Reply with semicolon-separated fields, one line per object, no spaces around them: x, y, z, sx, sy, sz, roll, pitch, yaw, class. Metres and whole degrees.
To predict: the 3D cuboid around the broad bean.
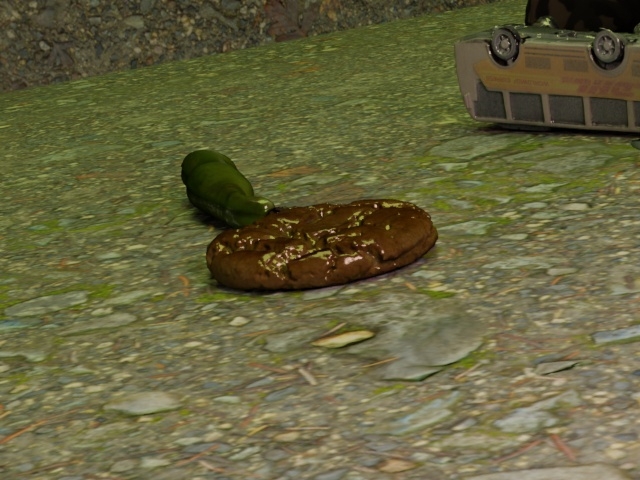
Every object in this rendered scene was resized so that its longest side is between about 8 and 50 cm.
-0.091;-0.051;1.689;0.098;0.056;0.318;-7;17;-28;broad bean

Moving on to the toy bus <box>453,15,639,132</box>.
0.325;-0.206;1.931;0.097;0.138;0.343;-21;20;-41;toy bus

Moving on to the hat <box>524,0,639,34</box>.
0.492;-0.301;2.135;0.382;0.257;0.366;-28;-26;-6;hat

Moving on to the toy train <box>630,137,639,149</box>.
0.451;-0.103;1.631;0.252;0.048;0.055;-6;17;32;toy train

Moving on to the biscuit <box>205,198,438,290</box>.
0.000;0.000;1.442;0.226;0.042;0.226;-8;14;2;biscuit
